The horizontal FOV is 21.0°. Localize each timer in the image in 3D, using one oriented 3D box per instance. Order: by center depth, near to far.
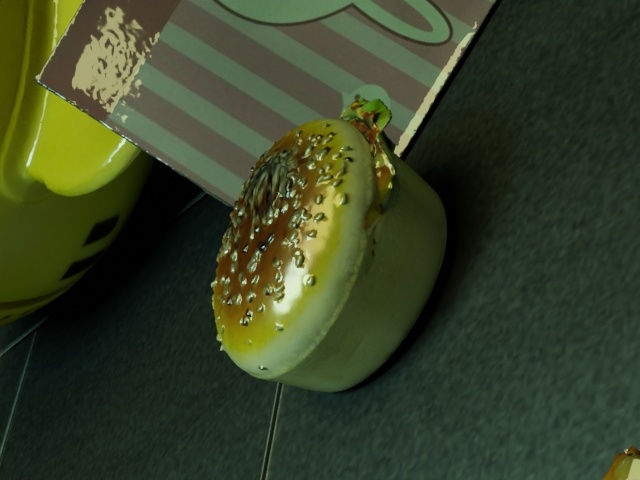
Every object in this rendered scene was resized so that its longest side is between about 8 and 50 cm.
[{"bbox_3d":[-0.236,-0.122,1.100,0.387,0.376,0.376,-40,30,29],"label":"timer"}]

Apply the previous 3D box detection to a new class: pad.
[{"bbox_3d":[0.004,-0.162,0.899,0.300,0.202,0.005,-58,-16,1],"label":"pad"}]

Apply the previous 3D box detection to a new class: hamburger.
[{"bbox_3d":[0.000,0.000,0.808,0.141,0.081,0.126,-57,26,4],"label":"hamburger"}]

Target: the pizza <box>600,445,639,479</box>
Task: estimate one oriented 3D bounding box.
[{"bbox_3d":[0.138,0.137,0.413,0.251,0.074,0.288,-35,36,37],"label":"pizza"}]
